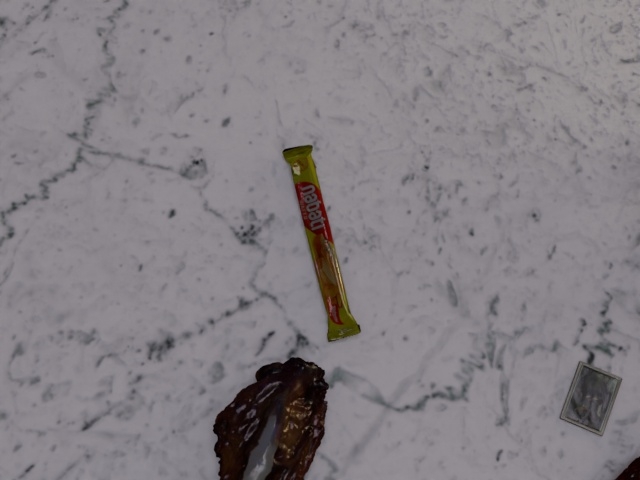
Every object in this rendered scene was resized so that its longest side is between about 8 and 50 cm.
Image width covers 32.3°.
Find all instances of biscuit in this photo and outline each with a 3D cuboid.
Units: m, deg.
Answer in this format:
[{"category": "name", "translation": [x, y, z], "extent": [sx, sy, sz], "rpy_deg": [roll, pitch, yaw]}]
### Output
[{"category": "biscuit", "translation": [0.000, 0.000, 1.583], "extent": [0.048, 0.026, 0.292], "rpy_deg": [-18, 76, 13]}]

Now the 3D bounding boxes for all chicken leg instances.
[{"category": "chicken leg", "translation": [-0.122, 0.329, 1.460], "extent": [0.158, 0.096, 0.407], "rpy_deg": [39, 80, 12]}]

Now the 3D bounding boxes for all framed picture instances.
[{"category": "framed picture", "translation": [0.381, 0.222, 1.552], "extent": [0.066, 0.006, 0.089], "rpy_deg": [23, 76, 4]}]

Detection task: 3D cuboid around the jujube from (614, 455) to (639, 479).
[{"category": "jujube", "translation": [0.444, 0.333, 1.493], "extent": [0.129, 0.077, 0.077], "rpy_deg": [-40, 81, -15]}]
